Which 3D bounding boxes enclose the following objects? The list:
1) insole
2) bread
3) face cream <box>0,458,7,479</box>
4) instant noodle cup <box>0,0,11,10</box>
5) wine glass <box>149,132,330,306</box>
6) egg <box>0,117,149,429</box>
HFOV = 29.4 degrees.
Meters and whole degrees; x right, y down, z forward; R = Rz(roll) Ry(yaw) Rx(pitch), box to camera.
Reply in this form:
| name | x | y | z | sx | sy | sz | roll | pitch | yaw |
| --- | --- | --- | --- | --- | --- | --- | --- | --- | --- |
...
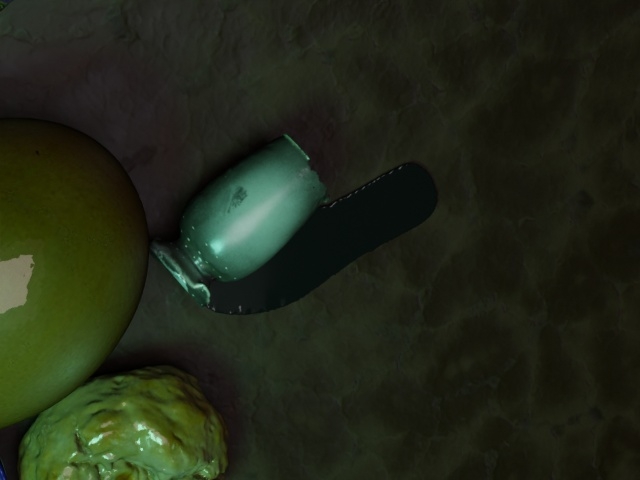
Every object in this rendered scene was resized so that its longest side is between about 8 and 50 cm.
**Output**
| name | x | y | z | sx | sy | sz | roll | pitch | yaw |
| --- | --- | --- | --- | --- | --- | --- | --- | --- | --- |
| insole | 0.000 | 0.000 | 1.470 | 0.322 | 0.007 | 0.109 | -28 | 110 | -13 |
| bread | -0.212 | 0.253 | 1.374 | 0.244 | 0.134 | 0.244 | -5 | 104 | -18 |
| face cream | -0.441 | 0.273 | 1.306 | 0.206 | 0.111 | 0.206 | -4 | 101 | -20 |
| instant noodle cup | -0.394 | -0.357 | 1.111 | 0.266 | 0.340 | 0.339 | 14 | 95 | -32 |
| wine glass | -0.091 | -0.022 | 1.376 | 0.204 | 0.111 | 0.111 | -40 | 110 | -7 |
| egg | -0.331 | 0.039 | 1.209 | 0.351 | 0.282 | 0.282 | -47 | 111 | -8 |
